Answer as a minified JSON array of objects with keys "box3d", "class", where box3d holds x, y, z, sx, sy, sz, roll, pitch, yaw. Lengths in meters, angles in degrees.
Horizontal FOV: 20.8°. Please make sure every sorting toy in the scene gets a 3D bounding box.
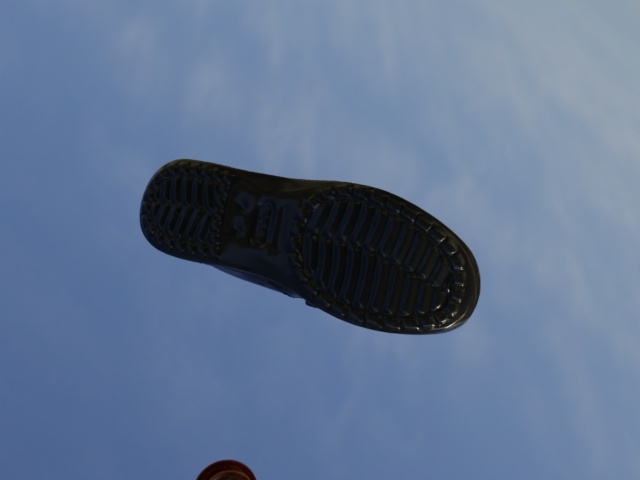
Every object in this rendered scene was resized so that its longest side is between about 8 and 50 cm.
[{"box3d":[-0.065,0.209,1.248,0.042,0.061,0.102,-145,38,-69],"class":"sorting toy"}]

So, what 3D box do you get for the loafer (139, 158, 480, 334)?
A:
[{"box3d":[0.000,0.000,1.063,0.220,0.080,0.078,20,180,21],"class":"loafer"}]
